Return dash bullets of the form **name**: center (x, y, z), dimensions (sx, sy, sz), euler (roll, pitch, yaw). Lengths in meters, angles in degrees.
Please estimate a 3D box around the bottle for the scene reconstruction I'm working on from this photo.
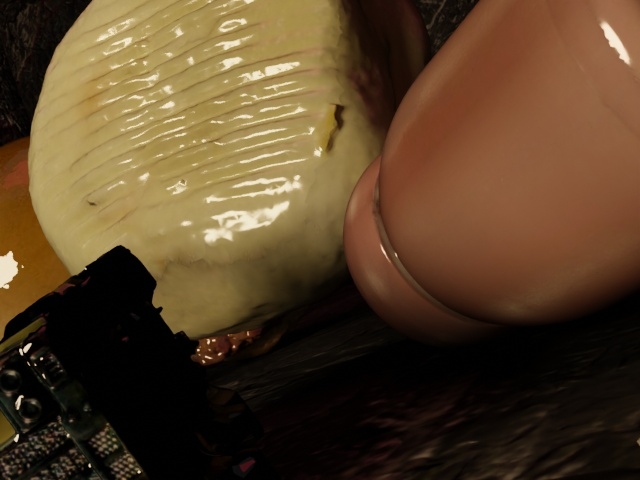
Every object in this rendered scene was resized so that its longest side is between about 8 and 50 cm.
- **bottle**: center (0.135, -0.052, 0.512), dimensions (0.206, 0.173, 0.297), euler (-50, 0, -35)

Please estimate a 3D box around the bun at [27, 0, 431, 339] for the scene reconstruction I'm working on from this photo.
- **bun**: center (-0.061, -0.082, 0.769), dimensions (0.361, 0.361, 0.213), euler (-19, -26, 25)

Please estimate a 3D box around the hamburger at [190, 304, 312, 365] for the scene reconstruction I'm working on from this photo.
- **hamburger**: center (-0.041, -0.024, 0.962), dimensions (0.245, 0.282, 0.155), euler (-18, -36, -1)

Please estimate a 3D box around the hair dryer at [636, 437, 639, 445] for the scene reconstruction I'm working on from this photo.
- **hair dryer**: center (0.182, 0.029, 0.305), dimensions (0.183, 0.044, 0.155), euler (-26, 2, -34)

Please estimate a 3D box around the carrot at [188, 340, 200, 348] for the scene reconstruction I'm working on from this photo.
- **carrot**: center (-0.192, 0.083, 1.244), dimensions (0.254, 0.196, 0.196), euler (-30, -1, 10)

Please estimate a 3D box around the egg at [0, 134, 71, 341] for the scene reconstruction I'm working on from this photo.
- **egg**: center (-0.285, 0.042, 0.982), dimensions (0.351, 0.282, 0.282), euler (-37, -2, 12)

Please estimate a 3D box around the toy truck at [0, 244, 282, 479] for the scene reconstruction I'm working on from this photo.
- **toy truck**: center (-0.106, 0.085, 0.442), dimensions (0.127, 0.127, 0.257), euler (-35, 5, -10)
